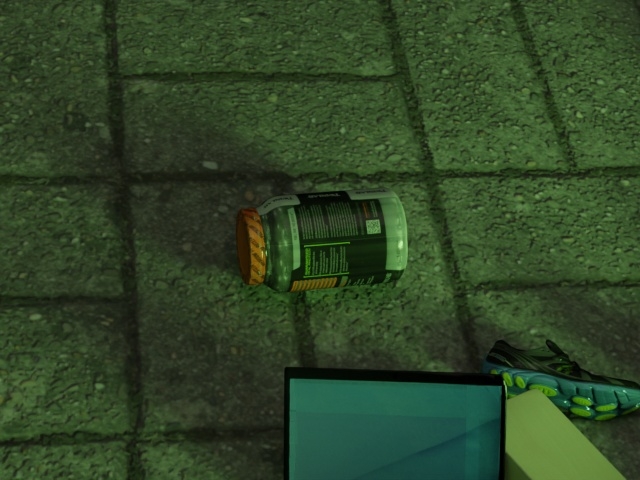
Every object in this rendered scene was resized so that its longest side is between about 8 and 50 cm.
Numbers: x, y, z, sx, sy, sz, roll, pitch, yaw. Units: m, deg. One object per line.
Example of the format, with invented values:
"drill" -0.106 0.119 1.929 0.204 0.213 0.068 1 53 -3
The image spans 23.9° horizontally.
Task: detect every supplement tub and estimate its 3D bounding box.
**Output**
"supplement tub" 0.000 0.000 1.803 0.190 0.117 0.117 -4 47 -14

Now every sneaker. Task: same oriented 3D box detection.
"sneaker" 0.279 0.153 1.733 0.188 0.067 0.078 13 52 8

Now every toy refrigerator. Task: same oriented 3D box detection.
"toy refrigerator" 0.265 0.289 1.583 0.102 0.094 0.269 -18 51 -36

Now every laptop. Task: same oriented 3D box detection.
"laptop" 0.069 0.273 1.516 0.234 0.136 0.264 1 45 6
